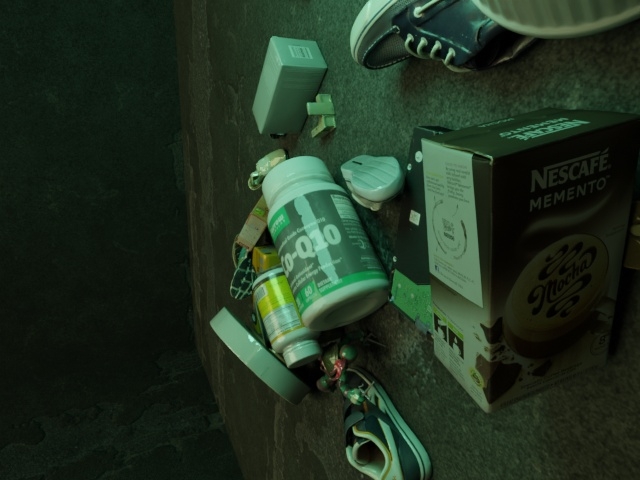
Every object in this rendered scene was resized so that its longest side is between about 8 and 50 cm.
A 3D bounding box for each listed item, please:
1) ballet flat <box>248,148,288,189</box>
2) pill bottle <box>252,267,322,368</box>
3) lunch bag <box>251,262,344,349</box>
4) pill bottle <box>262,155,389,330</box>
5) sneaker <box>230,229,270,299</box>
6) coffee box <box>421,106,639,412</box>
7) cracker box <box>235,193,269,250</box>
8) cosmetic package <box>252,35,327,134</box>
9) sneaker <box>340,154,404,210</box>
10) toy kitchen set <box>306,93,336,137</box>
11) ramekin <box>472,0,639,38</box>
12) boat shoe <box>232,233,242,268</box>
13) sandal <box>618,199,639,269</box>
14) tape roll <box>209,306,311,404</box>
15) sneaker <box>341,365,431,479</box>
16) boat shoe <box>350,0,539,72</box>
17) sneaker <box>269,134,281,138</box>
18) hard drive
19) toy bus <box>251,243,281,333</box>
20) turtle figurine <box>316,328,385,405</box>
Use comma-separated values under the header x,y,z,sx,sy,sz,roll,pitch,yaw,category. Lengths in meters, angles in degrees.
x,y,z,sx,sy,sz,roll,pitch,yaw,category
-0.183,-0.227,1.376,0.248,0.086,0.086,-33,68,61,ballet flat
-0.073,0.178,0.966,0.214,0.117,0.117,66,150,24,pill bottle
-0.096,0.187,1.196,0.287,0.169,0.235,-22,77,52,lunch bag
0.000,0.000,0.940,0.360,0.204,0.204,67,150,27,pill bottle
-0.258,0.087,1.527,0.110,0.107,0.275,-16,52,57,sneaker
0.221,0.021,0.463,0.119,0.168,0.297,-129,25,-62,coffee box
-0.192,-0.079,1.361,0.155,0.067,0.232,-63,8,-31,cracker box
-0.088,-0.393,1.089,0.238,0.127,0.107,-51,53,54,cosmetic package
0.108,-0.104,0.796,0.091,0.094,0.258,59,-176,-19,sneaker
-0.013,-0.305,1.027,0.075,0.068,0.083,-17,82,63,toy kitchen set
0.231,-0.332,0.359,0.273,0.127,0.272,7,101,37,ramekin
-0.317,0.094,1.732,0.095,0.095,0.257,-166,70,-68,boat shoe
0.330,-0.003,0.464,0.180,0.049,0.072,134,120,-76,sandal
-0.192,0.366,1.338,0.392,0.072,0.392,41,167,12,tape roll
0.103,0.416,0.953,0.321,0.128,0.126,42,135,54,sneaker
0.166,-0.297,0.594,0.341,0.127,0.158,-18,79,59,boat shoe
-0.129,-0.392,1.264,0.075,0.057,0.161,-106,20,-53,sneaker
0.218,0.007,0.667,0.237,0.064,0.338,40,131,53,hard drive
-0.167,0.176,1.438,0.130,0.108,0.332,33,126,54,toy bus
0.054,0.279,0.962,0.234,0.118,0.175,-48,19,57,turtle figurine
